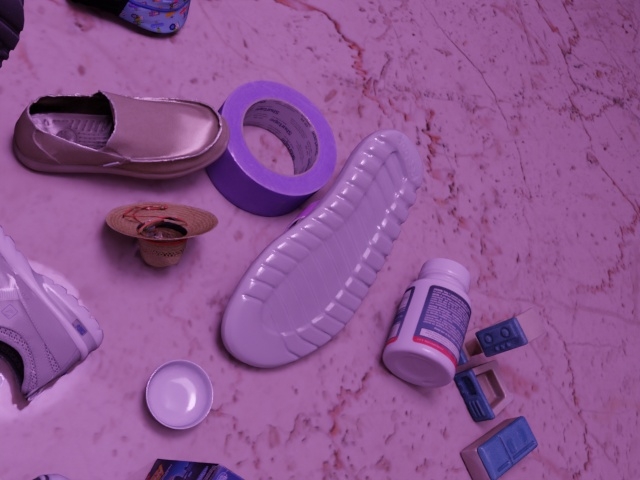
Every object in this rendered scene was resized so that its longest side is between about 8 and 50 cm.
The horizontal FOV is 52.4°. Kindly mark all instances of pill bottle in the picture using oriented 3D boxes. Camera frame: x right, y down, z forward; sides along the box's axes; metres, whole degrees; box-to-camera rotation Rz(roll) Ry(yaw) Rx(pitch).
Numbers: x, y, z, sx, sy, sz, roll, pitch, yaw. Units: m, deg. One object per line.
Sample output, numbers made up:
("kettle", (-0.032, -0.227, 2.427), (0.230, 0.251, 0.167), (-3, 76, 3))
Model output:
("pill bottle", (0.170, 0.120, 0.988), (0.108, 0.108, 0.180), (36, 54, -14))

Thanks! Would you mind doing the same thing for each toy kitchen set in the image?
("toy kitchen set", (0.275, 0.230, 0.967), (0.122, 0.166, 0.207), (-19, 80, -37))

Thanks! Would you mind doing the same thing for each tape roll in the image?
("tape roll", (-0.075, -0.136, 0.967), (0.189, 0.080, 0.188), (14, 61, -27))

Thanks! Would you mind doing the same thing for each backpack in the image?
("backpack", (-0.260, -0.395, 0.946), (0.173, 0.117, 0.158), (20, 60, -27))

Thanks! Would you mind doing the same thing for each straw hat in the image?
("straw hat", (-0.201, 0.000, 0.828), (0.145, 0.144, 0.061), (-9, 115, -35))

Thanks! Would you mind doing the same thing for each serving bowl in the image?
("serving bowl", (-0.173, 0.188, 0.788), (0.083, 0.027, 0.083), (13, 63, -27))

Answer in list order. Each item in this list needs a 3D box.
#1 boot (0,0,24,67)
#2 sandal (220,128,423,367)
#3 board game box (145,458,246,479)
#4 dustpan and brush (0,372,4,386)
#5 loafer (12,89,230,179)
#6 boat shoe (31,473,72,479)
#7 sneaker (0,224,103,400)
("boot", (-0.473, -0.339, 0.645), (0.146, 0.367, 0.444), (16, 55, -62))
("sandal", (0.009, 0.011, 0.941), (0.416, 0.102, 0.169), (-49, 117, -22))
("board game box", (-0.160, 0.303, 0.664), (0.060, 0.194, 0.194), (40, 73, -14))
("dustpan and brush", (-0.397, 0.202, 0.617), (0.147, 0.060, 0.211), (50, 52, -3))
("loafer", (-0.244, -0.135, 0.816), (0.269, 0.092, 0.101), (-7, 75, -18))
("boat shoe", (-0.335, 0.348, 0.550), (0.119, 0.121, 0.335), (37, 56, -18))
("sneaker", (-0.366, 0.050, 0.678), (0.281, 0.105, 0.115), (42, 53, -10))
